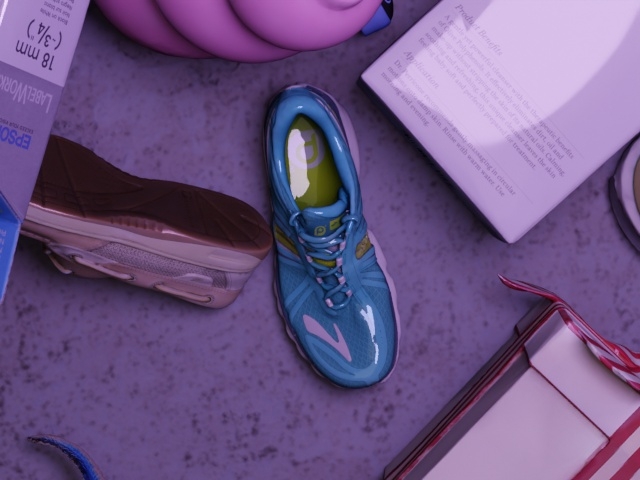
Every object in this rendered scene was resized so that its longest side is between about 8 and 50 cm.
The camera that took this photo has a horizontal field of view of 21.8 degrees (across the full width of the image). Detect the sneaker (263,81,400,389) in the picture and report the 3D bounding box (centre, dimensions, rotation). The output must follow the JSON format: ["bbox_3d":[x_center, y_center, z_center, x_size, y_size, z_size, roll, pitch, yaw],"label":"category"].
[{"bbox_3d":[0.000,0.000,1.441,0.107,0.110,0.275,-15,94,2],"label":"sneaker"}]

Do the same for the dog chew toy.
[{"bbox_3d":[-0.061,-0.231,1.316,0.206,0.332,0.207,-10,111,-28],"label":"dog chew toy"}]

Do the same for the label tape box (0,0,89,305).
[{"bbox_3d":[-0.321,-0.143,1.289,0.240,0.106,0.334,15,88,26],"label":"label tape box"}]

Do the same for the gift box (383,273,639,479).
[{"bbox_3d":[0.200,0.182,1.379,0.276,0.255,0.258,44,95,-5],"label":"gift box"}]

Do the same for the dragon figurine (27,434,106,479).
[{"bbox_3d":[-0.175,0.300,1.438,0.085,0.144,0.289,-29,101,46],"label":"dragon figurine"}]

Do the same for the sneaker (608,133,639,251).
[{"bbox_3d":[0.443,-0.109,1.391,0.410,0.182,0.158,-35,92,2],"label":"sneaker"}]

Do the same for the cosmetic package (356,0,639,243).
[{"bbox_3d":[0.227,-0.188,1.404,0.365,0.155,0.197,-41,93,2],"label":"cosmetic package"}]

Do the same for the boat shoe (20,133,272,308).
[{"bbox_3d":[-0.194,-0.010,1.414,0.302,0.109,0.098,15,125,-23],"label":"boat shoe"}]

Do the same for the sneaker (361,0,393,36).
[{"bbox_3d":[0.041,-0.298,1.437,0.090,0.081,0.232,-15,93,7],"label":"sneaker"}]
